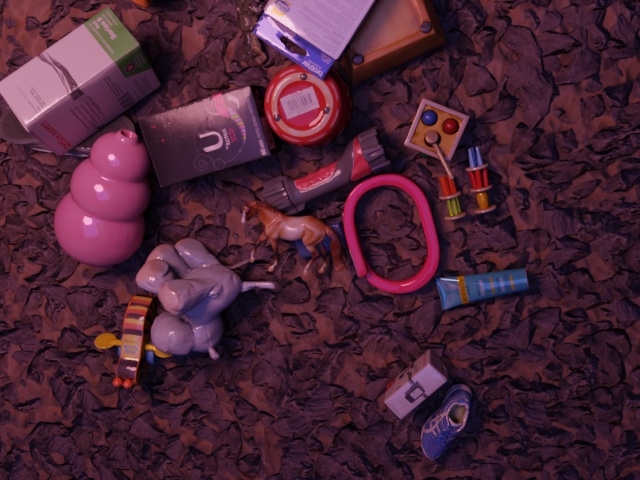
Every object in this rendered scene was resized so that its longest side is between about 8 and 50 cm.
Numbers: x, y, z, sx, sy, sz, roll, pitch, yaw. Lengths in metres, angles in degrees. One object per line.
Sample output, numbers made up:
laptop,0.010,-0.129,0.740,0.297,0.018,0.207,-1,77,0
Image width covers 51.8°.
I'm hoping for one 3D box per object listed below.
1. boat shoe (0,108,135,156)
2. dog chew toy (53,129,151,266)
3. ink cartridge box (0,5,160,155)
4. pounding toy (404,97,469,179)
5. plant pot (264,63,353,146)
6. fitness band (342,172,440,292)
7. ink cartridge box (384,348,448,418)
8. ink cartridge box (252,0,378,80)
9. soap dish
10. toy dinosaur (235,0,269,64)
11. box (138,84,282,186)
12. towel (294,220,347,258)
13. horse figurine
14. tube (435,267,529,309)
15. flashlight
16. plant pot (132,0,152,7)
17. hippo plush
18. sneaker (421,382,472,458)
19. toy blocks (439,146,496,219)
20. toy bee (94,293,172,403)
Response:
boat shoe,-0.595,-0.257,1.575,0.320,0.103,0.118,1,80,2
dog chew toy,-0.484,-0.102,1.511,0.206,0.207,0.332,28,118,0
ink cartridge box,-0.516,-0.337,1.430,0.289,0.211,0.121,-38,84,-8
pounding toy,0.260,-0.227,1.463,0.130,0.100,0.141,22,104,2
plant pot,-0.028,-0.296,1.450,0.191,0.174,0.191,2,105,6
fitness band,0.167,-0.014,1.550,0.208,0.054,0.291,-15,101,7
ink cartridge box,0.231,0.343,1.587,0.150,0.109,0.063,-44,90,14
ink cartridge box,0.018,-0.503,1.332,0.185,0.065,0.311,34,101,0
soap dish,0.114,-0.515,1.410,0.228,0.118,0.291,-21,98,11
toy dinosaur,-0.145,-0.538,1.470,0.118,0.064,0.268,-13,97,17
box,-0.246,-0.240,1.503,0.270,0.143,0.165,-15,100,11
towel,0.000,0.000,1.583,0.119,0.029,0.067,-17,102,9
horse figurine,-0.060,-0.003,1.531,0.263,0.066,0.175,10,117,0
tube,0.382,0.108,1.552,0.207,0.052,0.080,-12,90,15
flashlight,0.010,-0.158,1.516,0.304,0.103,0.103,-21,136,15
plant pot,-0.415,-0.668,1.376,0.291,0.291,0.203,39,88,-2
hippo plush,-0.308,0.148,1.595,0.294,0.234,0.237,-6,128,-33
sneaker,0.306,0.451,1.616,0.080,0.081,0.211,22,106,0
toy blocks,0.327,-0.131,1.499,0.123,0.054,0.148,-12,100,9
toy bee,-0.452,0.293,1.638,0.195,0.162,0.298,-14,100,8
